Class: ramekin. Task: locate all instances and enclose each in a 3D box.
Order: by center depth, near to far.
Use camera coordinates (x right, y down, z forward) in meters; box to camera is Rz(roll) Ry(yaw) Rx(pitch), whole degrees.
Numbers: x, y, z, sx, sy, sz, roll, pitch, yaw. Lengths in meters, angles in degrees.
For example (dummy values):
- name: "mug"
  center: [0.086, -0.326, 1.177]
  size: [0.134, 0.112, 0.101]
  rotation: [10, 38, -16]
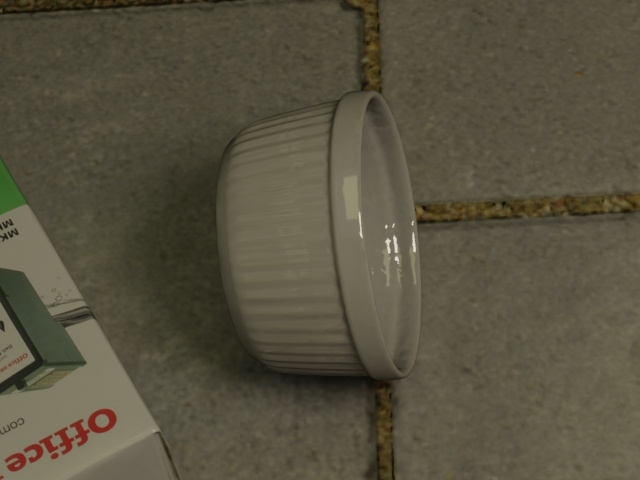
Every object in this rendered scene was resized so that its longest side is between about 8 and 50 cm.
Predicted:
- name: "ramekin"
  center: [0.000, 0.000, 1.249]
  size: [0.109, 0.207, 0.207]
  rotation: [-6, 55, 13]

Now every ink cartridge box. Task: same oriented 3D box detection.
- name: "ink cartridge box"
  center: [-0.255, 0.104, 1.250]
  size: [0.211, 0.121, 0.289]
  rotation: [-29, 59, -12]
